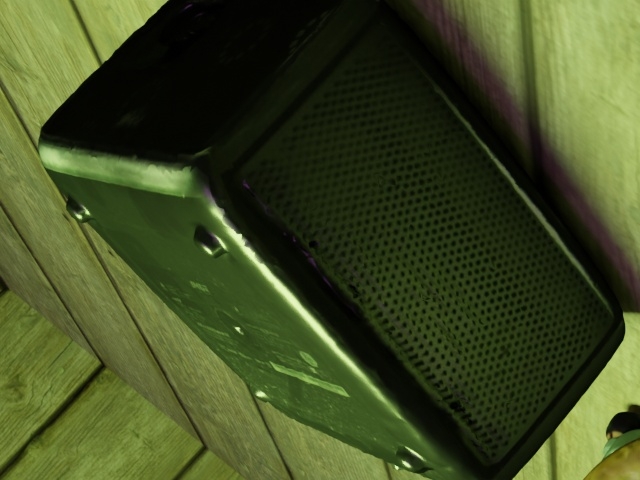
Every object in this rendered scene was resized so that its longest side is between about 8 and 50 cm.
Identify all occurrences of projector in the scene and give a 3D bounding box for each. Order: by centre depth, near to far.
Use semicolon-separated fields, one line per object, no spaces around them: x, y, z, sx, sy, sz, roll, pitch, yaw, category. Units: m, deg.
0.000;0.000;1.420;0.405;0.242;0.395;49;162;-25;projector

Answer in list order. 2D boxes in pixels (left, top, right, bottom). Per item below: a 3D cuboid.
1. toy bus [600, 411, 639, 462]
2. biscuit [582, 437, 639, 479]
0.342;0.311;1.548;0.232;0.194;0.287;19;154;27;toy bus
0.359;0.255;1.361;0.309;0.204;0.040;24;-161;19;biscuit
